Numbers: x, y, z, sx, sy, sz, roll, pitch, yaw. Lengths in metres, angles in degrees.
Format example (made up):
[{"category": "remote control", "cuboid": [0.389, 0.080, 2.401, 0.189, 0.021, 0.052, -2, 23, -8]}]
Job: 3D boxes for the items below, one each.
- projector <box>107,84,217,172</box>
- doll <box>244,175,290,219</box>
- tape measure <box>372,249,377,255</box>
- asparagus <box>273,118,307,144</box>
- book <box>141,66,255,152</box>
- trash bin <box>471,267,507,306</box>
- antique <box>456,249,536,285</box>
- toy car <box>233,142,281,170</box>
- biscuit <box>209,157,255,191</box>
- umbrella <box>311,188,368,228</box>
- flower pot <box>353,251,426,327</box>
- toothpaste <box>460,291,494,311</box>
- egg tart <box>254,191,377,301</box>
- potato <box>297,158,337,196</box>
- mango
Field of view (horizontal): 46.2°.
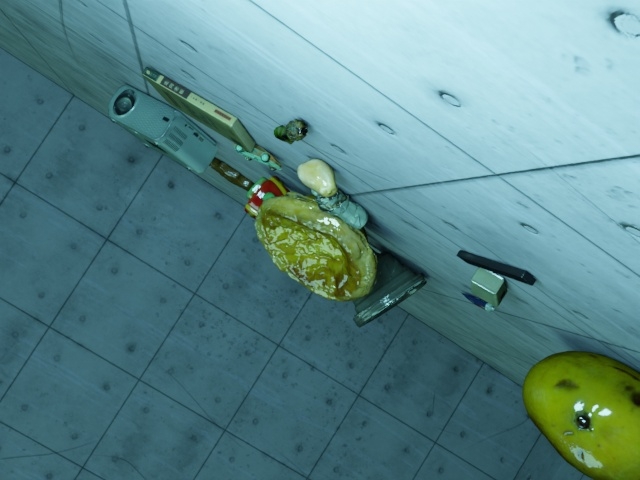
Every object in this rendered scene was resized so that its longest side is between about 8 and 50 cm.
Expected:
[{"category": "projector", "cuboid": [-0.424, -0.294, 1.996, 0.250, 0.108, 0.198, 30, 174, 34]}, {"category": "doll", "cuboid": [-0.034, -0.020, 1.931, 0.363, 0.160, 0.182, 32, 172, 0]}, {"category": "tape measure", "cuboid": [0.106, 0.094, 2.218, 0.104, 0.180, 0.107, 17, 180, -20]}, {"category": "asparagus", "cuboid": [-0.045, -0.172, 1.180, 0.036, 0.030, 0.165, 61, 171, -9]}, {"category": "book", "cuboid": [-0.248, -0.270, 1.554, 0.230, 0.026, 0.161, 31, 175, 13]}, {"category": "trash bin", "cuboid": [0.315, 0.085, 1.408, 0.061, 0.043, 0.092, 31, 174, 22]}, {"category": "antique", "cuboid": [0.295, 0.044, 1.272, 0.031, 0.015, 0.192, 33, 177, -24]}, {"category": "toy car", "cuboid": [-0.134, -0.186, 1.629, 0.121, 0.035, 0.059, 21, 172, 22]}, {"category": "biscuit", "cuboid": [-0.305, -0.220, 2.458, 0.215, 0.034, 0.182, 36, 174, -37]}, {"category": "umbrella", "cuboid": [0.039, -0.074, 1.537, 0.143, 0.062, 0.067, 34, -154, -26]}, {"category": "flower pot", "cuboid": [0.159, 0.122, 2.018, 0.141, 0.235, 0.235, 53, 179, 10]}, {"category": "toothpaste", "cuboid": [0.381, 0.149, 1.803, 0.037, 0.021, 0.140, 36, 177, -19]}, {"category": "egg tart", "cuboid": [0.000, -0.002, 1.730, 0.341, 0.129, 0.341, 24, 150, 15]}, {"category": "potato", "cuboid": [-0.003, -0.112, 1.343, 0.068, 0.062, 0.083, -1, -127, -45]}, {"category": "mango", "cuboid": [0.558, 0.341, 1.508, 0.301, 0.221, 0.445, 26, -176, 9]}]
